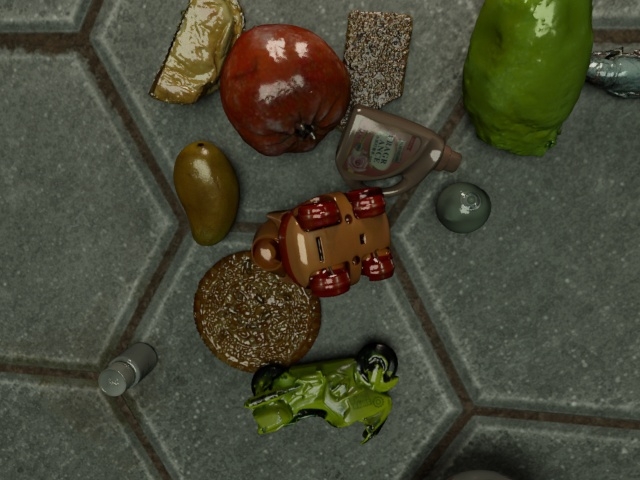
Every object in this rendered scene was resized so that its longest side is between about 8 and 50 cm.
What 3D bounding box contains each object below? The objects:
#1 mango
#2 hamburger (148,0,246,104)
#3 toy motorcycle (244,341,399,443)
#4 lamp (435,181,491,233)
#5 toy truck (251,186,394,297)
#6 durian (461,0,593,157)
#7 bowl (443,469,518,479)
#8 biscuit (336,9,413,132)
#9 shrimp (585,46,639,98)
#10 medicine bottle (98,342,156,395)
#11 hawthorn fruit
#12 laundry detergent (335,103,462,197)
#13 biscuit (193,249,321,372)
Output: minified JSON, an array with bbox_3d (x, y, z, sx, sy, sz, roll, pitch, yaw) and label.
[{"bbox_3d":[-0.240,-0.097,0.935,0.136,0.099,0.227,-1,108,3],"label":"mango"},{"bbox_3d":[-0.234,-0.386,0.876,0.131,0.124,0.262,26,108,-17],"label":"hamburger"},{"bbox_3d":[0.015,0.353,0.969,0.342,0.142,0.206,-13,79,6],"label":"toy motorcycle"},{"bbox_3d":[0.284,-0.065,0.871,0.105,0.105,0.105,1,101,7],"label":"lamp"},{"bbox_3d":[0.000,0.000,0.894,0.265,0.239,0.189,-15,100,-33],"label":"toy truck"},{"bbox_3d":[0.347,-0.321,0.748,0.204,0.340,0.255,8,78,25],"label":"durian"},{"bbox_3d":[0.358,0.626,0.962,0.346,0.157,0.345,1,101,7],"label":"bowl"},{"bbox_3d":[0.106,-0.334,0.882,0.131,0.026,0.236,8,100,7],"label":"biscuit"},{"bbox_3d":[0.591,-0.302,0.807,0.233,0.079,0.090,9,137,3],"label":"shrimp"},{"bbox_3d":[-0.446,0.298,1.014,0.080,0.130,0.080,1,101,8],"label":"medicine bottle"},{"bbox_3d":[-0.081,-0.301,0.823,0.242,0.242,0.271,-32,74,12],"label":"hawthorn fruit"},{"bbox_3d":[0.149,-0.160,0.886,0.237,0.076,0.171,19,117,-7],"label":"laundry detergent"},{"bbox_3d":[-0.148,0.167,1.000,0.305,0.038,0.305,1,101,7],"label":"biscuit"}]
